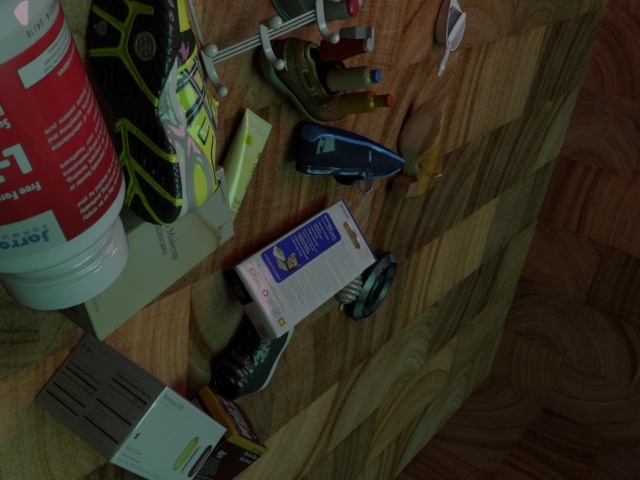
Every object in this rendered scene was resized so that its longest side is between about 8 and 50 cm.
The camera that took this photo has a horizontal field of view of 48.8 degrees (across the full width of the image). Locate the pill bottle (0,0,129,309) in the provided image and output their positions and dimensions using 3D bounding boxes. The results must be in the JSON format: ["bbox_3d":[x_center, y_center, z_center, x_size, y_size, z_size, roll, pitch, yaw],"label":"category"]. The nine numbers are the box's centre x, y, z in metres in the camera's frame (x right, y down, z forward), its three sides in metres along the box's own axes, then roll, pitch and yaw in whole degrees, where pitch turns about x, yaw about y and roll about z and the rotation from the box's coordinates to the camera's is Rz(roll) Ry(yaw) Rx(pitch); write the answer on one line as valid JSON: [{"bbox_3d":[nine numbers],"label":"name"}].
[{"bbox_3d":[-0.365,-0.111,0.820,0.229,0.229,0.407,-45,146,-31],"label":"pill bottle"}]

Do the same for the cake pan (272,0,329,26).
[{"bbox_3d":[0.013,-0.532,1.287,0.293,0.054,0.293,-39,142,-38],"label":"cake pan"}]

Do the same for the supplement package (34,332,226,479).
[{"bbox_3d":[-0.326,0.312,1.256,0.145,0.204,0.262,-55,150,-16],"label":"supplement package"}]

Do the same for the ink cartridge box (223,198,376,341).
[{"bbox_3d":[-0.034,0.058,1.581,0.371,0.069,0.176,-34,97,-40],"label":"ink cartridge box"}]

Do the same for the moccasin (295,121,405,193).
[{"bbox_3d":[0.057,-0.184,1.597,0.342,0.138,0.117,8,111,-46],"label":"moccasin"}]

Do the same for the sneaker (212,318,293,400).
[{"bbox_3d":[-0.153,0.240,1.587,0.147,0.104,0.296,-22,136,-58],"label":"sneaker"}]

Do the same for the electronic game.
[{"bbox_3d":[0.156,0.136,2.077,0.229,0.048,0.229,-47,156,-30],"label":"electronic game"}]

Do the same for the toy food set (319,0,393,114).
[{"bbox_3d":[0.071,-0.353,1.280,0.111,0.104,0.232,3,89,-60],"label":"toy food set"}]

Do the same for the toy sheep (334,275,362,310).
[{"bbox_3d":[0.070,0.125,1.888,0.091,0.091,0.132,29,69,-62],"label":"toy sheep"}]

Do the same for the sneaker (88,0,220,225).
[{"bbox_3d":[-0.229,-0.223,1.029,0.147,0.145,0.384,-31,126,-58],"label":"sneaker"}]

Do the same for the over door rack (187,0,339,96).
[{"bbox_3d":[-0.097,-0.391,1.078,0.239,0.108,0.324,-27,142,-11],"label":"over door rack"}]

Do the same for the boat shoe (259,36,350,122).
[{"bbox_3d":[0.004,-0.302,1.376,0.307,0.104,0.110,12,78,-62],"label":"boat shoe"}]

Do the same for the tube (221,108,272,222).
[{"bbox_3d":[-0.160,-0.124,1.333,0.240,0.062,0.070,-68,-168,-3],"label":"tube"}]

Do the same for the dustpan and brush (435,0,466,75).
[{"bbox_3d":[0.329,-0.522,1.811,0.211,0.060,0.147,-62,152,-3],"label":"dustpan and brush"}]

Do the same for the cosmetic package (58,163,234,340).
[{"bbox_3d":[-0.293,-0.002,1.154,0.309,0.113,0.160,-42,145,-33],"label":"cosmetic package"}]

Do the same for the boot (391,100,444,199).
[{"bbox_3d":[0.294,-0.254,1.951,0.211,0.104,0.295,-26,139,-56],"label":"boot"}]

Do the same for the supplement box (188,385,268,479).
[{"bbox_3d":[-0.250,0.441,1.507,0.194,0.129,0.191,-39,148,-2],"label":"supplement box"}]
